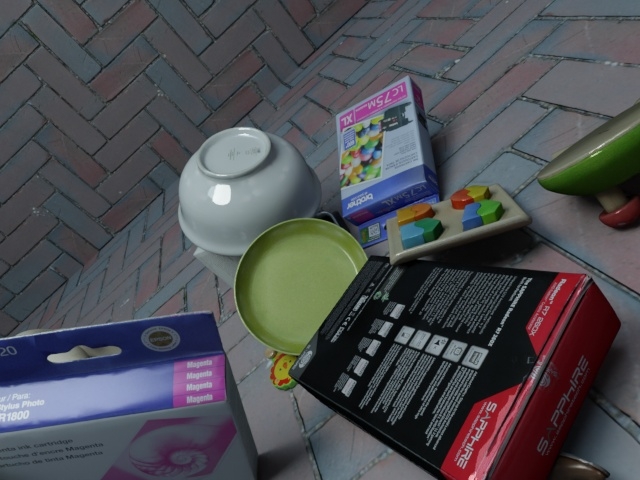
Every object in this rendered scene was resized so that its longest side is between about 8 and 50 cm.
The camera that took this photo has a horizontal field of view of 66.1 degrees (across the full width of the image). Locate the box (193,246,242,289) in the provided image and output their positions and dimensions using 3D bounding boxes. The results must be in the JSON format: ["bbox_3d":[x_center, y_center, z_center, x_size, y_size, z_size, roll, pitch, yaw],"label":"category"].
[{"bbox_3d":[-0.142,0.008,1.069,0.119,0.182,0.181,-18,37,42],"label":"box"}]

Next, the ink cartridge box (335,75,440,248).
[{"bbox_3d":[0.125,-0.156,0.966,0.185,0.065,0.312,-22,59,32],"label":"ink cartridge box"}]

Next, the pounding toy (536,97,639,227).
[{"bbox_3d":[0.394,-0.098,0.632,0.183,0.110,0.236,-37,-3,35],"label":"pounding toy"}]

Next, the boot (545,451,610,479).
[{"bbox_3d":[0.201,0.252,0.444,0.106,0.037,0.114,-28,26,53],"label":"boot"}]

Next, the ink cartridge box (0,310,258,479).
[{"bbox_3d":[-0.263,0.243,0.625,0.323,0.330,0.072,-8,41,-2],"label":"ink cartridge box"}]

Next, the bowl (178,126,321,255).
[{"bbox_3d":[-0.152,-0.124,0.953,0.297,0.134,0.298,-5,50,6],"label":"bowl"}]

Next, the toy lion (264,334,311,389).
[{"bbox_3d":[-0.049,0.204,0.847,0.100,0.034,0.096,-43,35,0],"label":"toy lion"}]

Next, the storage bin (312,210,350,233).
[{"bbox_3d":[0.000,0.000,1.007,0.135,0.098,0.091,-31,3,23],"label":"storage bin"}]

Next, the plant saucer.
[{"bbox_3d":[-0.029,0.079,0.854,0.240,0.037,0.241,-2,70,6],"label":"plant saucer"}]

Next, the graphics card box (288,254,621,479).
[{"bbox_3d":[0.127,0.139,0.602,0.233,0.094,0.370,-54,24,-17],"label":"graphics card box"}]

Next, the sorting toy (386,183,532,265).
[{"bbox_3d":[0.191,-0.035,0.737,0.192,0.038,0.208,-18,15,12],"label":"sorting toy"}]

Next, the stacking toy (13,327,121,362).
[{"bbox_3d":[-0.448,0.422,0.853,0.350,0.350,0.481,4,70,54],"label":"stacking toy"}]
